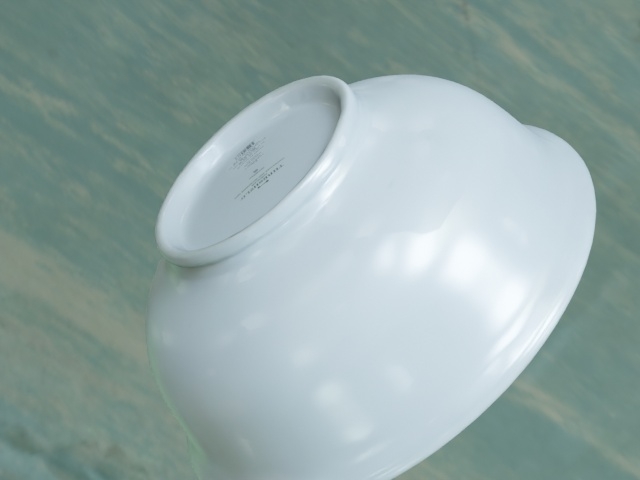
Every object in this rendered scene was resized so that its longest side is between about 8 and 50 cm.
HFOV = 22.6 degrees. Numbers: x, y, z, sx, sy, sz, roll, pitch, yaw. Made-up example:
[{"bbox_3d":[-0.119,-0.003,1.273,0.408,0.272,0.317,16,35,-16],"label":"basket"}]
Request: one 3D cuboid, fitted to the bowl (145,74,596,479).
[{"bbox_3d":[0.000,0.000,0.927,0.298,0.298,0.134,-41,117,2],"label":"bowl"}]
